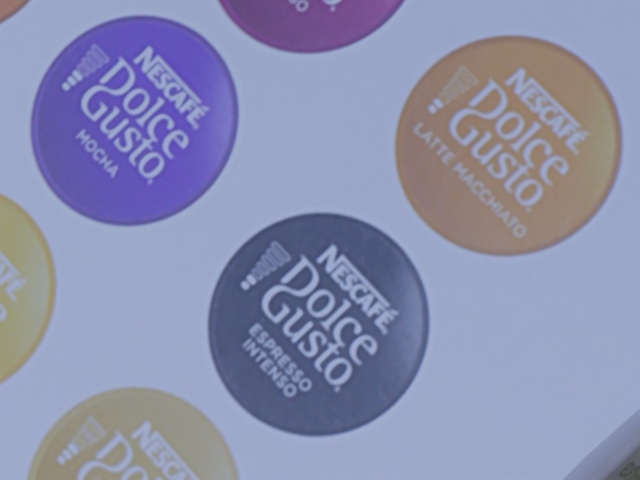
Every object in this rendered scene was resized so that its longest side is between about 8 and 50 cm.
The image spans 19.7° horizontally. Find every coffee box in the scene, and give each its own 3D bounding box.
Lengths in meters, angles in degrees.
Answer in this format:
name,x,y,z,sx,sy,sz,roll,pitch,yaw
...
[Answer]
name,x,y,z,sx,sy,sz,roll,pitch,yaw
coffee box,-0.059,0.004,0.600,0.337,0.334,0.338,47,3,16
